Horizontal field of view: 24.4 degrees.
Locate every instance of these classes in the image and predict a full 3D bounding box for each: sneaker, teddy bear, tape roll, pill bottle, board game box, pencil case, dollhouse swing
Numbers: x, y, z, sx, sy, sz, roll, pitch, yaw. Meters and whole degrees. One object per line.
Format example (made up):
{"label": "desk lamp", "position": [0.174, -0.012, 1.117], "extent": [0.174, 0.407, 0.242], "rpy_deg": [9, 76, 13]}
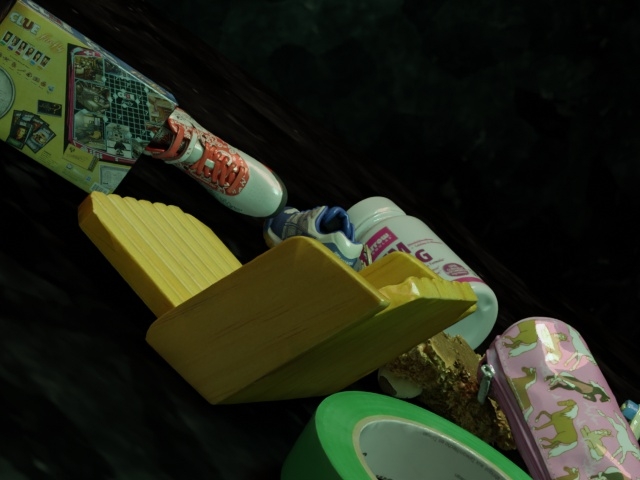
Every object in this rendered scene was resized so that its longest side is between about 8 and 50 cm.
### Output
{"label": "sneaker", "position": [0.000, 0.000, 2.272], "extent": [0.112, 0.131, 0.296], "rpy_deg": [31, 12, -25]}
{"label": "teddy bear", "position": [0.178, 0.207, 2.114], "extent": [0.245, 0.113, 0.338], "rpy_deg": [57, 14, 22]}
{"label": "sneaker", "position": [-0.184, -0.122, 2.291], "extent": [0.270, 0.090, 0.145], "rpy_deg": [38, 12, 17]}
{"label": "tape roll", "position": [0.116, 0.276, 1.468], "extent": [0.321, 0.077, 0.321], "rpy_deg": [27, 18, -10]}
{"label": "pill bottle", "position": [0.146, 0.060, 2.408], "extent": [0.160, 0.160, 0.283], "rpy_deg": [26, 16, -48]}
{"label": "board game box", "position": [-0.326, -0.177, 1.863], "extent": [0.243, 0.165, 0.042], "rpy_deg": [34, 12, -25]}
{"label": "pencil case", "position": [0.329, 0.283, 1.899], "extent": [0.160, 0.167, 0.386], "rpy_deg": [67, 1, -49]}
{"label": "dollhouse swing", "position": [-0.048, 0.014, 1.716], "extent": [0.305, 0.315, 0.347], "rpy_deg": [63, 19, 15]}

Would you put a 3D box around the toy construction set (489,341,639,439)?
{"label": "toy construction set", "position": [0.401, 0.278, 2.361], "extent": [0.327, 0.151, 0.215], "rpy_deg": [20, 9, 1]}

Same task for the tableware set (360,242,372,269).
{"label": "tableware set", "position": [0.076, 0.088, 2.198], "extent": [0.141, 0.020, 0.169], "rpy_deg": [-98, 179, -81]}
